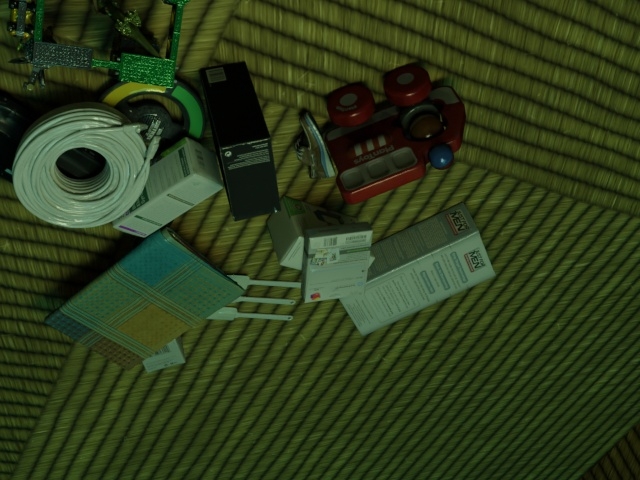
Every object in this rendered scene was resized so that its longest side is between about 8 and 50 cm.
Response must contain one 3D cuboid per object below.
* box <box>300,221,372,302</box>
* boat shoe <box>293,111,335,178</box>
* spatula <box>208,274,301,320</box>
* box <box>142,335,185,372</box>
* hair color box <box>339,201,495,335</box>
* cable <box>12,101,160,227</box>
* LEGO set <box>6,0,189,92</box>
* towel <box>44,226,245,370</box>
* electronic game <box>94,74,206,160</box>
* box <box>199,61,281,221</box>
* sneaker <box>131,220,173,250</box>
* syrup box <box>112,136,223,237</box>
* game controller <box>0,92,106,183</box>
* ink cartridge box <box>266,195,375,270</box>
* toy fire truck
[{"bbox_3d":[0.034,0.049,1.966,0.145,0.038,0.186,-7,129,-14],"label":"box"},{"bbox_3d":[-0.020,-0.194,1.917,0.066,0.066,0.183,-20,135,3],"label":"boat shoe"},{"bbox_3d":[-0.161,0.147,2.227,0.241,0.019,0.168,5,129,-23],"label":"spatula"},{"bbox_3d":[-0.396,0.254,2.201,0.101,0.087,0.102,-15,136,-3],"label":"box"},{"bbox_3d":[0.227,0.075,2.222,0.374,0.114,0.185,-25,135,6],"label":"hair color box"},{"bbox_3d":[-0.459,-0.145,1.721,0.257,0.089,0.257,7,124,-27],"label":"cable"},{"bbox_3d":[-0.382,-0.389,1.576,0.331,0.192,0.255,-4,104,-19],"label":"LEGO set"},{"bbox_3d":[-0.394,0.139,2.013,0.370,0.040,0.271,-34,131,17],"label":"towel"},{"bbox_3d":[-0.343,-0.235,1.784,0.229,0.048,0.229,-10,134,-10],"label":"electronic game"},{"bbox_3d":[-0.156,-0.195,1.732,0.103,0.261,0.184,-11,135,-8],"label":"box"},{"bbox_3d":[-0.359,-0.019,1.961,0.067,0.078,0.188,14,126,-29],"label":"sneaker"},{"bbox_3d":[-0.323,-0.105,1.838,0.236,0.093,0.096,-29,152,24],"label":"syrup box"},{"bbox_3d":[-0.567,-0.169,1.775,0.166,0.067,0.319,-28,136,29],"label":"game controller"},{"bbox_3d":[0.000,0.000,2.044,0.212,0.154,0.093,18,122,-30],"label":"ink cartridge box"},{"bbox_3d":[0.160,-0.205,1.833,0.302,0.254,0.169,-20,135,1],"label":"toy fire truck"}]
